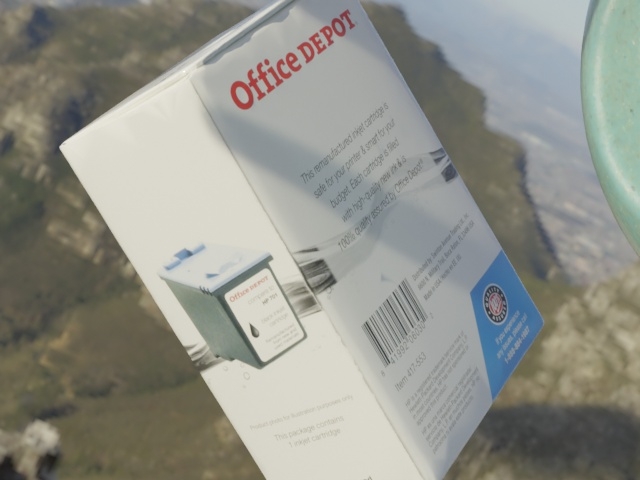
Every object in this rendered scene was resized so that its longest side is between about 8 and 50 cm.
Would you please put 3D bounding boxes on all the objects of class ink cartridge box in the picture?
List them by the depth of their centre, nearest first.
[{"bbox_3d":[0.000,0.000,0.647,0.190,0.082,0.139,58,37,-10],"label":"ink cartridge box"}]

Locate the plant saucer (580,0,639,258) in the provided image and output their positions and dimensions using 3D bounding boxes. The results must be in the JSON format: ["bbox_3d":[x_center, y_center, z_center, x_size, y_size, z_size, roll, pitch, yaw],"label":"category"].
[{"bbox_3d":[0.140,-0.054,0.533,0.037,0.195,0.195,-7,27,-26],"label":"plant saucer"}]
